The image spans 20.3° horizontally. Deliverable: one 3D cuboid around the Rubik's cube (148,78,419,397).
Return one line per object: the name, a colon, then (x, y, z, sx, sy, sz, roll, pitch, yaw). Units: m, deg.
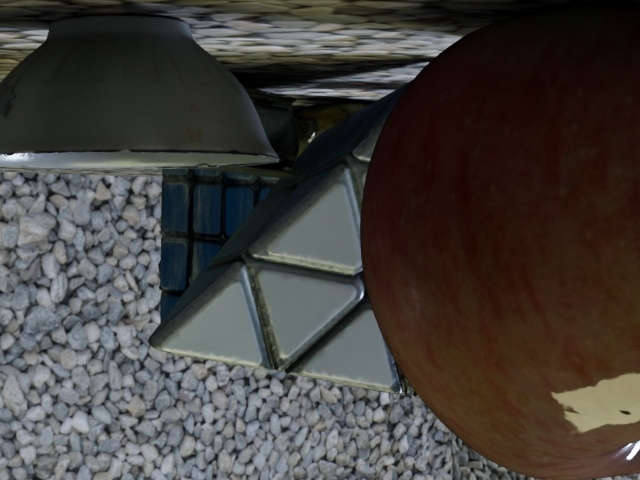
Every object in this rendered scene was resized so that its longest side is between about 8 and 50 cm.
Rubik's cube: (0.034, 0.000, 1.393, 0.228, 0.228, 0.233, 2, 168, 28)

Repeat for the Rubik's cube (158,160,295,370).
Rubik's cube: (-0.001, 0.000, 1.882, 0.253, 0.259, 0.256, -2, -177, -37)

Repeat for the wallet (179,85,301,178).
wallet: (-0.133, -0.091, 1.506, 0.223, 0.077, 0.309, 1, -178, -8)

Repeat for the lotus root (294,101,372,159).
lotus root: (0.030, -0.088, 1.672, 0.089, 0.081, 0.179, 0, 179, 33)

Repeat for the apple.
apple: (0.194, 0.005, 1.033, 0.344, 0.270, 0.345, 0, 179, 0)

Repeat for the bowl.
bowl: (-0.119, -0.087, 1.059, 0.189, 0.086, 0.189, -2, 180, 0)
